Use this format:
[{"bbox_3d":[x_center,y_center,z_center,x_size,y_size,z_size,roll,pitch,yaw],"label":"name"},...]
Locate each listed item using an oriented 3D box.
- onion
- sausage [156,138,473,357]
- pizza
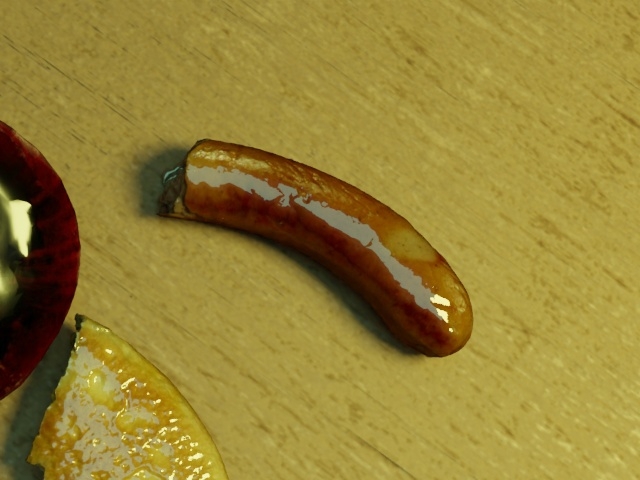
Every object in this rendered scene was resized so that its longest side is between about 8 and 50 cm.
[{"bbox_3d":[-0.304,0.014,1.032,0.273,0.285,0.273,0,91,-29],"label":"onion"},{"bbox_3d":[0.003,-0.004,1.196,0.302,0.076,0.103,27,78,0],"label":"sausage"},{"bbox_3d":[-0.146,0.186,1.119,0.134,0.056,0.271,-36,84,-21],"label":"pizza"}]
